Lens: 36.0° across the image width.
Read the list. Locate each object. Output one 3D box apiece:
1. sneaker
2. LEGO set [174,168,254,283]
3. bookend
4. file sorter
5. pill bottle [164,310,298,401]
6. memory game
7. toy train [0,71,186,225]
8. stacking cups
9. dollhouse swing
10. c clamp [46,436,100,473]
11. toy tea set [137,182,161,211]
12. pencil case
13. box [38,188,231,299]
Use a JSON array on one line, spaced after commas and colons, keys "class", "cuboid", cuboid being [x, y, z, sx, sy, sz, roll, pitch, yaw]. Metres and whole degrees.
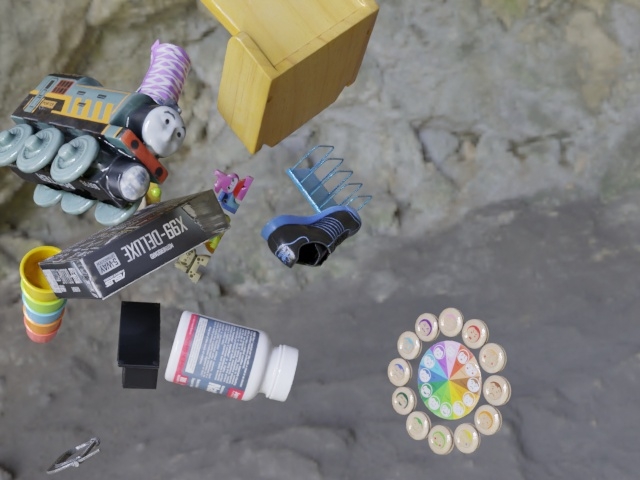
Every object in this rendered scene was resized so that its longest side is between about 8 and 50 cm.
[{"class": "sneaker", "cuboid": [0.000, 0.000, 1.737, 0.232, 0.090, 0.081, -11, -33, -44]}, {"class": "LEGO set", "cuboid": [-0.218, -0.045, 1.864, 0.093, 0.227, 0.087, 29, 10, -4]}, {"class": "bookend", "cuboid": [-0.330, 0.219, 1.776, 0.072, 0.157, 0.156, 4, 41, -12]}, {"class": "file sorter", "cuboid": [0.026, -0.134, 2.370, 0.104, 0.170, 0.118, -42, -14, 23]}, {"class": "pill bottle", "cuboid": [-0.129, 0.176, 1.448, 0.180, 0.108, 0.108, 16, 9, -6]}, {"class": "memory game", "cuboid": [0.159, 0.177, 1.240, 0.186, 0.186, 0.012, 1, -4, 43]}, {"class": "toy train", "cuboid": [-0.330, -0.140, 1.393, 0.334, 0.142, 0.190, 14, 64, 44]}, {"class": "stacking cups", "cuboid": [-0.540, 0.122, 1.908, 0.096, 0.096, 0.316, -14, -22, -26]}, {"class": "dollhouse swing", "cuboid": [-0.113, -0.432, 2.036, 0.305, 0.315, 0.347, 39, 54, 14]}, {"class": "c clamp", "cuboid": [-0.506, 0.451, 2.070, 0.137, 0.022, 0.161, -27, 6, 1]}, {"class": "toy tea set", "cuboid": [-0.385, -0.171, 2.072, 0.124, 0.200, 0.336, -20, 14, -23]}, {"class": "pencil case", "cuboid": [-0.304, -0.291, 1.857, 0.086, 0.088, 0.206, -43, 23, 33]}, {"class": "box", "cuboid": [-0.319, 0.010, 1.654, 0.242, 0.077, 0.307, -31, 11, -26]}]
